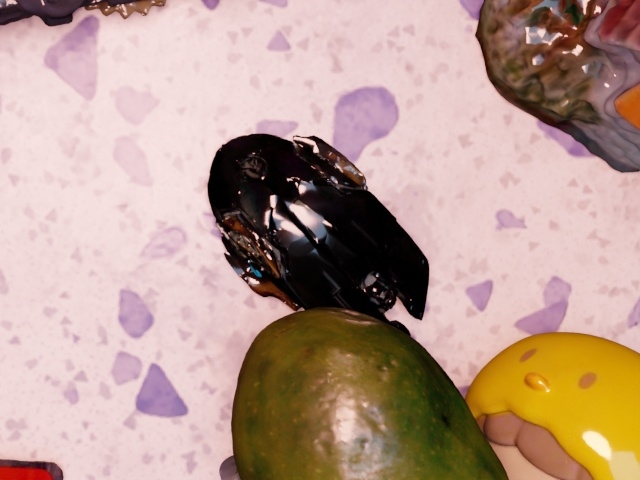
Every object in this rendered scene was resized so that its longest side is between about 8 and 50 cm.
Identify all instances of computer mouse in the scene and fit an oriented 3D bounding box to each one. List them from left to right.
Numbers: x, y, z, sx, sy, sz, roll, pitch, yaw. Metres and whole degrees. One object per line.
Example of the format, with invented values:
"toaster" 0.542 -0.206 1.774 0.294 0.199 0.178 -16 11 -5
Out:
"computer mouse" 0.000 0.000 0.857 0.241 0.077 0.146 42 88 -11

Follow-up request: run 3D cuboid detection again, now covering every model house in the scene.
"model house" 0.349 -0.230 0.770 0.297 0.339 0.360 37 88 -12

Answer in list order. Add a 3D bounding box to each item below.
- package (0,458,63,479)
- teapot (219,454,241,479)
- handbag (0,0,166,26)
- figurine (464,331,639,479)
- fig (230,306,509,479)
"package" -0.370 0.253 0.817 0.269 0.071 0.194 18 105 -14
"teapot" -0.060 0.268 0.850 0.149 0.108 0.111 43 92 -11
"handbag" -0.190 -0.336 0.778 0.303 0.122 0.329 -17 96 -9
"figurine" 0.182 0.243 0.843 0.187 0.215 0.344 24 95 -47
"fig" 0.049 0.157 0.777 0.245 0.195 0.195 15 91 11
